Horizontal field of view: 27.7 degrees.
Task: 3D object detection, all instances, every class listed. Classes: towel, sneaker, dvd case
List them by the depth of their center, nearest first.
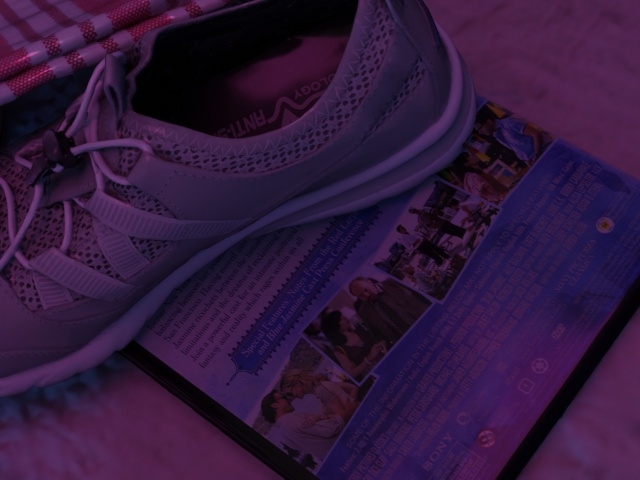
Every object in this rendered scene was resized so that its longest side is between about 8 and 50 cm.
[{"bbox_3d":[-0.080,-0.035,0.511,0.281,0.115,0.105,-29,62,2],"label":"sneaker"},{"bbox_3d":[0.000,0.000,0.552,0.253,0.022,0.180,33,78,26],"label":"dvd case"},{"bbox_3d":[-0.116,-0.102,0.563,0.197,0.029,0.144,-27,27,-15],"label":"towel"}]

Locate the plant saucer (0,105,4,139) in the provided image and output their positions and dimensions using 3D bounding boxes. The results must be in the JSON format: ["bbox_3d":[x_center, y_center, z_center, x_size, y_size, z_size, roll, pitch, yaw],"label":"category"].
[{"bbox_3d":[-0.225,-0.041,0.630,0.168,0.029,0.168,-7,63,13],"label":"plant saucer"}]
